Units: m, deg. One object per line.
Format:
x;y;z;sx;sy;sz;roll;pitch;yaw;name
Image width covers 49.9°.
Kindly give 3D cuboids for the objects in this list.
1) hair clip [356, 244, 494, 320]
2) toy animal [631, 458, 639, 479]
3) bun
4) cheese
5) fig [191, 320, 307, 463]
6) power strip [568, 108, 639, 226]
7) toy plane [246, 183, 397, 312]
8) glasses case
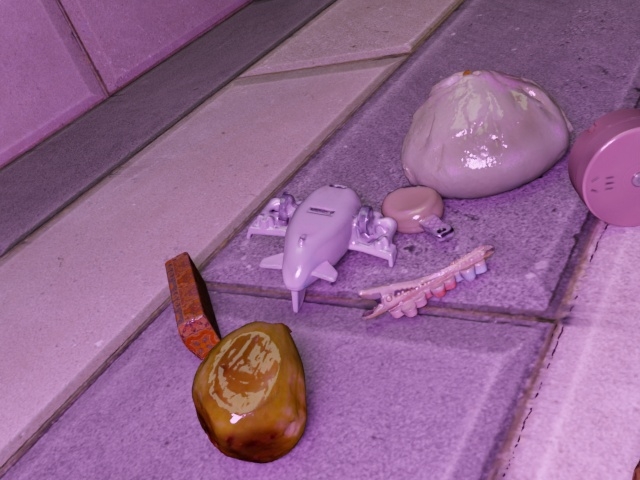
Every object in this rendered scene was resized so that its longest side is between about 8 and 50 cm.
0.153;0.065;0.963;0.214;0.056;0.062;-18;12;-10;hair clip
0.347;0.191;0.621;0.149;0.054;0.275;-14;30;10;toy animal
0.273;-0.207;1.185;0.293;0.187;0.293;-14;30;9;bun
0.168;-0.044;1.126;0.092;0.047;0.171;-39;33;-23;cheese
-0.082;0.178;0.825;0.144;0.154;0.165;5;82;23;fig
0.426;-0.098;0.943;0.154;0.154;0.078;-17;27;9;power strip
0.000;-0.003;1.105;0.252;0.118;0.252;-2;38;1;toy plane
-0.209;0.102;1.111;0.049;0.075;0.218;-26;30;-4;glasses case
